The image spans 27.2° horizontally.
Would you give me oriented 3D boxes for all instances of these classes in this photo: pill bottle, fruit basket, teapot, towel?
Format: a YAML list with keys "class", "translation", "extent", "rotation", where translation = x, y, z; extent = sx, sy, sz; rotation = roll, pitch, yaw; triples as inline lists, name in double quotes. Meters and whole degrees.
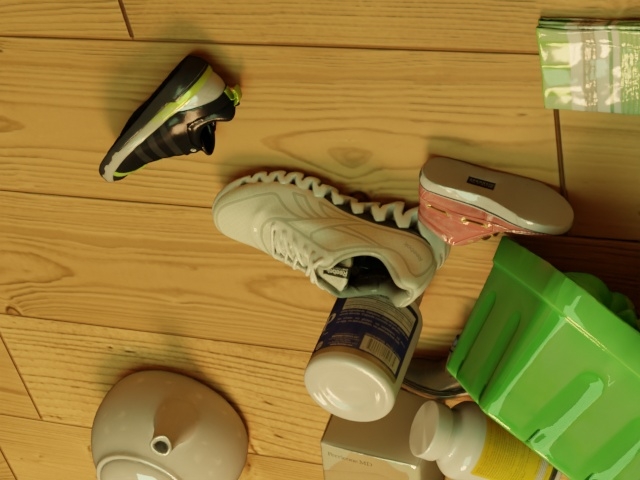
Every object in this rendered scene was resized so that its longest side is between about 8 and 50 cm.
- class: "pill bottle"
  translation: [0.060, 0.113, 1.578]
  extent: [0.112, 0.186, 0.112]
  rotation: [13, 136, 13]
- class: "fruit basket"
  translation: [0.376, 0.110, 1.430]
  extent: [0.392, 0.283, 0.392]
  rotation: [-2, 101, -8]
- class: "pill bottle"
  translation: [0.212, 0.264, 1.686]
  extent: [0.184, 0.103, 0.103]
  rotation: [20, 140, -19]
- class: "teapot"
  translation: [-0.240, 0.329, 1.939]
  extent: [0.253, 0.187, 0.256]
  rotation: [-8, 129, 32]
- class: "towel"
  translation: [0.292, -0.168, 1.311]
  extent: [0.152, 0.023, 0.113]
  rotation: [5, 133, 22]

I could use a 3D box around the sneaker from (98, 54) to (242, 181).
- class: "sneaker"
  translation: [-0.174, -0.119, 1.539]
  extent: [0.097, 0.084, 0.235]
  rotation: [38, 136, -14]

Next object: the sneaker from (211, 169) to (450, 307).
- class: "sneaker"
  translation: [0.000, 0.000, 1.551]
  extent: [0.292, 0.118, 0.110]
  rotation: [12, 138, 17]

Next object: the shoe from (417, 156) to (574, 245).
- class: "shoe"
  translation: [0.192, -0.030, 1.471]
  extent: [0.178, 0.063, 0.081]
  rotation: [19, 139, 15]

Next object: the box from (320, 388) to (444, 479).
- class: "box"
  translation: [0.092, 0.346, 1.843]
  extent: [0.148, 0.121, 0.311]
  rotation: [10, 136, 18]

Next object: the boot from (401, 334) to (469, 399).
- class: "boot"
  translation: [0.184, 0.142, 1.653]
  extent: [0.219, 0.082, 0.106]
  rotation: [4, 109, 34]
